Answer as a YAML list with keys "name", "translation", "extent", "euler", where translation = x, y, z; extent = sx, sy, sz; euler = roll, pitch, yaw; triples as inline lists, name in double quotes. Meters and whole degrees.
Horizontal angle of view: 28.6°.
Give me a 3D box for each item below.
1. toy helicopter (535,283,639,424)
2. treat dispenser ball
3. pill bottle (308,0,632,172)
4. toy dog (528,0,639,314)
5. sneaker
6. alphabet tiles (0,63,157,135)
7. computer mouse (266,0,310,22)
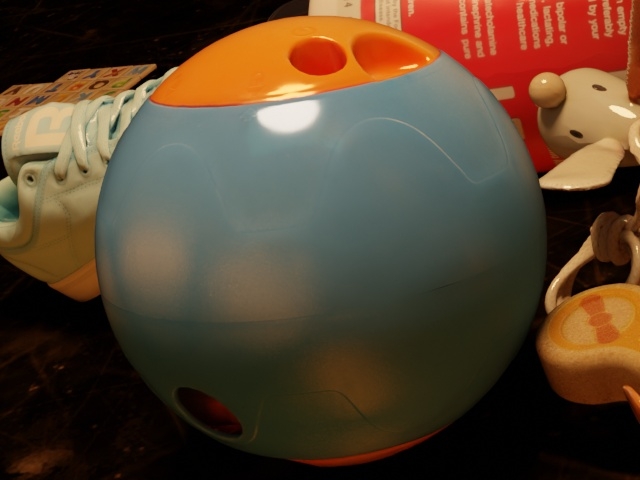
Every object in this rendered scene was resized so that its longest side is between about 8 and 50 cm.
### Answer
- name: "toy helicopter"
  translation: [0.230, 0.095, 0.636]
  extent: [0.235, 0.140, 0.355]
  euler: [-39, 26, -20]
- name: "treat dispenser ball"
  translation: [0.000, 0.000, 0.809]
  extent: [0.288, 0.288, 0.288]
  euler: [-14, 27, 7]
- name: "pill bottle"
  translation: [0.213, -0.175, 1.087]
  extent: [0.408, 0.229, 0.229]
  euler: [-7, 28, 21]
- name: "toy dog"
  translation: [0.223, -0.077, 0.796]
  extent: [0.334, 0.161, 0.220]
  euler: [-15, 52, 55]
- name: "sneaker"
  translation: [-0.182, -0.063, 1.032]
  extent: [0.366, 0.150, 0.135]
  euler: [-39, 34, 42]
- name: "alphabet tiles"
  translation: [-0.369, -0.190, 1.709]
  extent: [0.237, 0.009, 0.198]
  euler: [1, 32, 31]
- name: "computer mouse"
  translation: [0.010, -0.190, 1.426]
  extent: [0.189, 0.072, 0.272]
  euler: [-17, 39, -4]
